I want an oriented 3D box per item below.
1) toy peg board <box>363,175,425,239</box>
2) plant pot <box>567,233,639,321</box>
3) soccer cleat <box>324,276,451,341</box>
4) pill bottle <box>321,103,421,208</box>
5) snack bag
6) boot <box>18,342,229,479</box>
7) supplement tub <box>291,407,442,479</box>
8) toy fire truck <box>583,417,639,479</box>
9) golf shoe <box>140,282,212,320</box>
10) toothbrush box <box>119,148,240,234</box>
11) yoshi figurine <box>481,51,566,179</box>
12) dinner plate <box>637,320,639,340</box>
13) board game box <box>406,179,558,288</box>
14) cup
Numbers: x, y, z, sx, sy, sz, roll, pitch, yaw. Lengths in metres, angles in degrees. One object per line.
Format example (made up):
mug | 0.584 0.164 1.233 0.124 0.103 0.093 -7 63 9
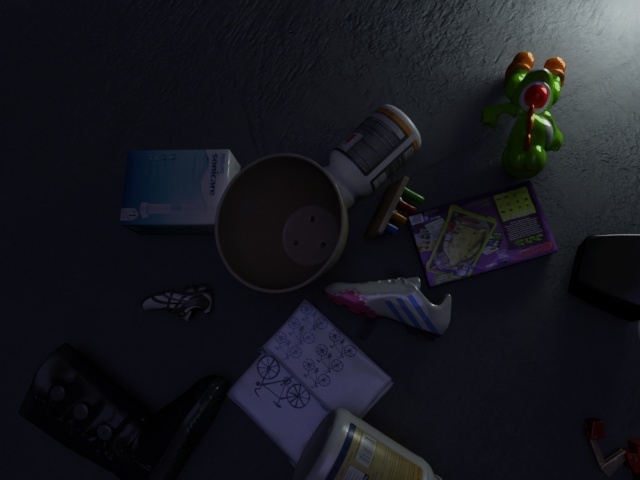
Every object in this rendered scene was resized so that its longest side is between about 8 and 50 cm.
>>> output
toy peg board | 0.198 -0.068 1.258 0.079 0.161 0.160 27 82 -5
plant pot | 0.721 0.079 1.171 0.167 0.188 0.187 15 80 21
soccer cleat | 0.179 0.143 1.231 0.331 0.116 0.143 19 91 1
pill bottle | 0.124 -0.221 1.286 0.278 0.162 0.162 -43 78 -4
snack bag | -0.038 0.383 1.244 0.323 0.037 0.342 42 85 11
boot | -0.512 0.406 1.237 0.445 0.146 0.367 31 82 15
supplement tub | 0.116 0.559 1.083 0.316 0.228 0.228 33 83 1
toy fire truck | 0.717 0.528 1.138 0.135 0.047 0.192 -2 79 5
golf shoe | -0.394 0.178 1.298 0.198 0.077 0.094 -12 78 4
toothbrush box | -0.385 -0.133 1.334 0.295 0.126 0.216 -1 78 6
yoshi figurine | 0.558 -0.316 1.290 0.203 0.203 0.362 32 63 -29
dinner plate | 0.879 0.235 1.199 0.141 0.017 0.141 -1 77 5
board game box | 0.427 -0.016 1.278 0.347 0.056 0.208 -16 73 2
cup | -0.063 -0.028 1.209 0.331 0.237 0.331 -3 81 21
